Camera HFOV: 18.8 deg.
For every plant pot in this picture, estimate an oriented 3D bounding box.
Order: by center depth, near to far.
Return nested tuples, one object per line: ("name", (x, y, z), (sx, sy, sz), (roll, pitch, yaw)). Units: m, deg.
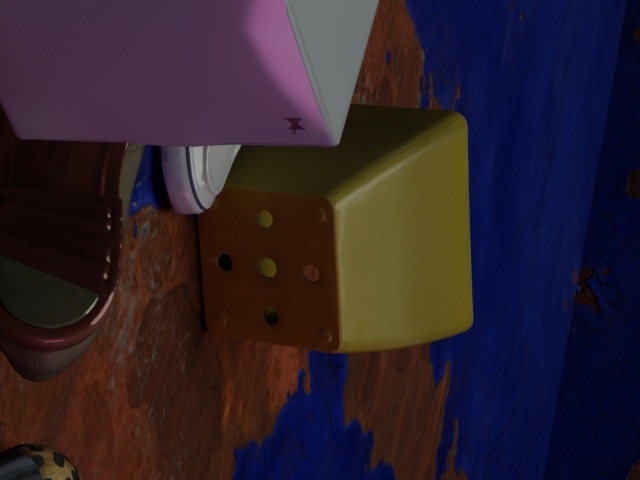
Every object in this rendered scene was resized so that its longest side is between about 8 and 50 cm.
("plant pot", (0.000, 0.000, 1.752), (0.187, 0.212, 0.212), (-29, 121, -54))

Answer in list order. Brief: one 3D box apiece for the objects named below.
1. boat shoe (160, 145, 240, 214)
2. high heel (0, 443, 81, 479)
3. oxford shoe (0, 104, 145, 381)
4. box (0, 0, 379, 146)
("boat shoe", (-0.071, -0.145, 1.666), (0.096, 0.088, 0.267), (64, 33, -56))
("high heel", (-0.197, 0.275, 1.317), (0.186, 0.093, 0.261), (-18, 101, -64))
("oxford shoe", (-0.181, -0.068, 1.357), (0.130, 0.123, 0.348), (115, -12, -62))
("box", (-0.069, -0.241, 1.211), (0.168, 0.215, 0.345), (70, 28, -49))
